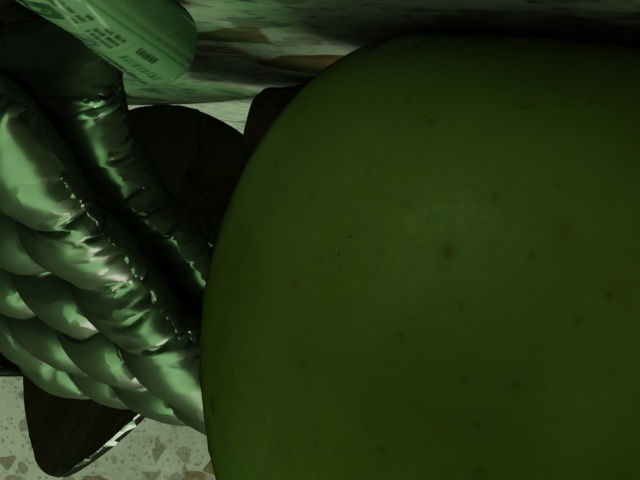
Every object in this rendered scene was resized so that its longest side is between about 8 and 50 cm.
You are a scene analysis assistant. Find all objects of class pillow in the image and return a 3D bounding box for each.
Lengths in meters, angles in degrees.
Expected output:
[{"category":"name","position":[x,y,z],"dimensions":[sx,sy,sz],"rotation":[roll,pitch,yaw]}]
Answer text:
[{"category":"pillow","position":[-0.144,0.000,0.850],"dimensions":[0.228,0.101,0.326],"rotation":[10,145,39]}]

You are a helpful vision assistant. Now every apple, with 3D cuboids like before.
[{"category":"apple","position":[0.114,0.068,0.714],"dimensions":[0.357,0.357,0.357],"rotation":[6,179,0]}]

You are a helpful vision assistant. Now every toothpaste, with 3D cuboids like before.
[{"category":"toothpaste","position":[-0.096,-0.100,0.615],"dimensions":[0.064,0.041,0.218],"rotation":[12,177,16]}]

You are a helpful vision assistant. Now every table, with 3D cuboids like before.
[{"category":"table","position":[-0.249,-0.027,1.128],"dimensions":[0.249,0.317,0.317],"rotation":[24,168,-38]}]

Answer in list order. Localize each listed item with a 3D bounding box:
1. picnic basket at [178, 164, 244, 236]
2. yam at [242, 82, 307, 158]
[{"category":"picnic basket","position":[-0.015,0.015,1.018],"dimensions":[0.138,0.128,0.178],"rotation":[16,-176,26]},{"category":"yam","position":[0.098,-0.060,0.914],"dimensions":[0.300,0.066,0.066],"rotation":[7,179,23]}]
